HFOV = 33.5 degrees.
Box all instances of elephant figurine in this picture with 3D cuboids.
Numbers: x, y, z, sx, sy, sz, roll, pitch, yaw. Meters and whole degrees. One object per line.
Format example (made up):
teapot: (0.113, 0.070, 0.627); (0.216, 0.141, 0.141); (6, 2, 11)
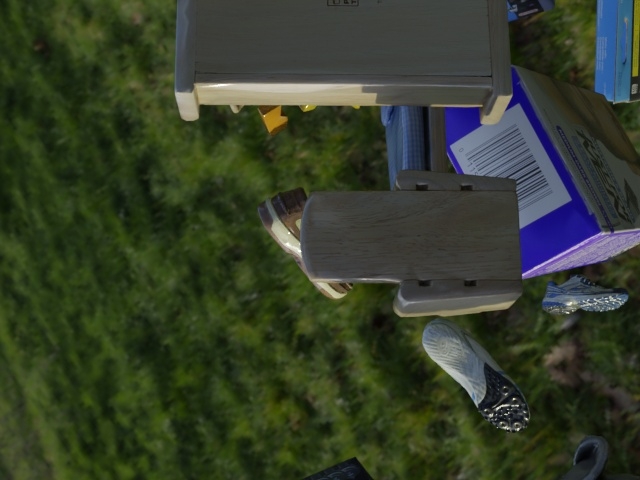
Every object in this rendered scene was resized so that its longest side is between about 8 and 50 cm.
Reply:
elephant figurine: (0.361, 0.341, 1.382); (0.239, 0.186, 0.169); (-98, -1, -71)

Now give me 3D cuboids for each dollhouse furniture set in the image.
dollhouse furniture set: (0.010, -0.065, 0.767); (0.303, 0.198, 0.286); (95, 175, -75)

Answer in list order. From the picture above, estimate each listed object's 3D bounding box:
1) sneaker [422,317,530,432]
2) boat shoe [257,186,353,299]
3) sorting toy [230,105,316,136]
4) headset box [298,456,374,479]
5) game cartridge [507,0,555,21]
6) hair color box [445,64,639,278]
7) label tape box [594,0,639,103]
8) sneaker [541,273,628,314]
sneaker: (0.269, 0.223, 1.804); (0.237, 0.086, 0.085); (47, 114, 6)
boat shoe: (0.003, 0.005, 1.703); (0.257, 0.095, 0.095); (48, -167, -49)
sorting toy: (-0.036, -0.262, 1.492); (0.041, 0.229, 0.307); (55, 173, 27)
headset box: (0.060, 0.457, 1.392); (0.283, 0.131, 0.246); (-140, 32, -65)
game cartridge: (0.119, -0.307, 1.217); (0.355, 0.068, 0.230); (-12, 152, 25)
hair color box: (0.261, -0.070, 1.139); (0.110, 0.339, 0.185); (-31, 78, 25)
label tape box: (0.630, -0.408, 2.163); (0.106, 0.334, 0.240); (9, 105, 41)
sneaker: (0.402, 0.076, 1.626); (0.135, 0.058, 0.052); (-7, 155, 34)
